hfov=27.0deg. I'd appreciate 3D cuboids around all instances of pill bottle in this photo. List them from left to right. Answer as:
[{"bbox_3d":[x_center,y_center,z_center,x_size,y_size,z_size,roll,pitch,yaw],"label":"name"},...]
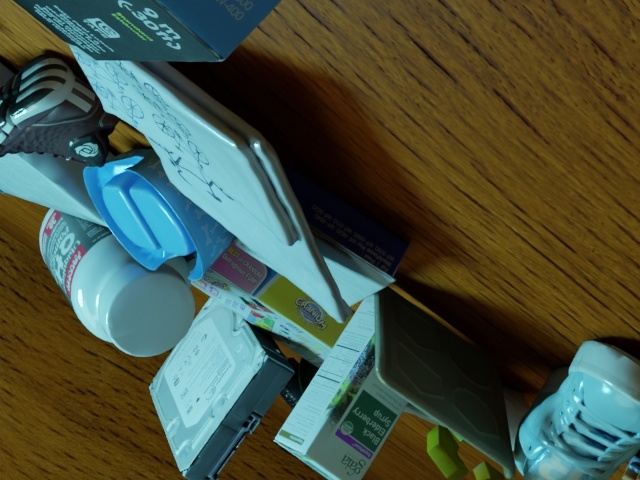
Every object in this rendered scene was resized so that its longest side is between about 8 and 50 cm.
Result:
[{"bbox_3d":[-0.296,0.046,1.972,0.176,0.176,0.318,41,-179,-33],"label":"pill bottle"}]

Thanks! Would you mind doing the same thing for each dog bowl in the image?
[{"bbox_3d":[-0.206,-0.043,1.727,0.297,0.074,0.166,8,131,60],"label":"dog bowl"}]

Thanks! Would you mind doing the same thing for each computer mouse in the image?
[{"bbox_3d":[-0.075,0.205,2.352,0.242,0.071,0.041,53,157,-1],"label":"computer mouse"}]

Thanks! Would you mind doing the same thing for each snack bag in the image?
[{"bbox_3d":[-0.121,-0.078,1.370,0.323,0.037,0.342,37,165,32],"label":"snack bag"}]

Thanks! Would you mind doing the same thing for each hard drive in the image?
[{"bbox_3d":[-0.173,0.228,2.190,0.064,0.237,0.339,32,-173,-24],"label":"hard drive"}]

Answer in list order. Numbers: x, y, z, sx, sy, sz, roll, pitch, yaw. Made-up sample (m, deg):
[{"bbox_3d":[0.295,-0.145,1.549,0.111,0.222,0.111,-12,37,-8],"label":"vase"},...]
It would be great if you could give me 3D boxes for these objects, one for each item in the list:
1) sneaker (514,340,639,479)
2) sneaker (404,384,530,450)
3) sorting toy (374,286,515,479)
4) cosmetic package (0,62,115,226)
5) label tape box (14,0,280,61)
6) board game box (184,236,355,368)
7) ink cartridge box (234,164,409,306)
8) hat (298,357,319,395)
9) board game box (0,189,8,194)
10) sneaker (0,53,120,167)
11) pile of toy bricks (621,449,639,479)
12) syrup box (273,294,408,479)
[{"bbox_3d":[0.291,0.213,1.437,0.135,0.150,0.366,29,168,8],"label":"sneaker"},{"bbox_3d":[0.171,0.213,1.824,0.169,0.108,0.292,28,180,-25],"label":"sneaker"},{"bbox_3d":[0.138,0.184,1.546,0.229,0.041,0.307,40,-157,-18],"label":"sorting toy"},{"bbox_3d":[-0.469,-0.159,1.956,0.284,0.097,0.377,39,166,-36],"label":"cosmetic package"},{"bbox_3d":[-0.153,-0.235,0.894,0.249,0.115,0.348,40,167,-30],"label":"label tape box"},{"bbox_3d":[-0.067,0.095,2.032,0.317,0.064,0.242,35,167,-10],"label":"board game box"},{"bbox_3d":[0.000,0.000,1.524,0.165,0.065,0.333,33,169,-4],"label":"ink cartridge box"},{"bbox_3d":[0.081,0.239,2.312,0.173,0.184,0.208,50,-155,-21],"label":"hat"},{"bbox_3d":[-0.565,-0.135,2.213,0.168,0.033,0.133,58,-164,14],"label":"board game box"},{"bbox_3d":[-0.357,-0.121,1.674,0.281,0.106,0.162,-19,142,42],"label":"sneaker"},{"bbox_3d":[0.430,0.344,1.705,0.118,0.105,0.212,29,167,14],"label":"pile of toy bricks"},{"bbox_3d":[0.053,0.193,1.727,0.093,0.236,0.096,39,166,-25],"label":"syrup box"}]
